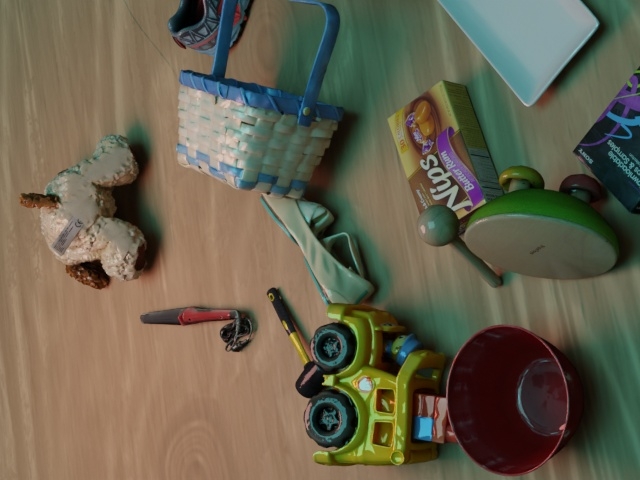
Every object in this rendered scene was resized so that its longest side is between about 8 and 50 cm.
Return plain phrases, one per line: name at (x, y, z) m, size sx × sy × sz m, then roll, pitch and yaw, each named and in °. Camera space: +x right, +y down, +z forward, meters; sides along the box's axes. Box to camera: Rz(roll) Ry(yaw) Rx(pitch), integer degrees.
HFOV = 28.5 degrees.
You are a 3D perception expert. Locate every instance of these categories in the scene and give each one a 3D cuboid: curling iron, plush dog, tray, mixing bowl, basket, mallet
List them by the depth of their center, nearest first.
mixing bowl at (0.255, 0.194, 1.544) m, size 0.181 × 0.098 × 0.181 m, roll -4°, pitch 84°, yaw 45°
tray at (0.247, -0.311, 1.637) m, size 0.145 × 0.030 × 0.270 m, roll -51°, pitch 55°, yaw 28°
basket at (-0.089, -0.222, 1.836) m, size 0.255 × 0.201 × 0.288 m, roll 29°, pitch 112°, yaw 49°
mallet at (-0.033, 0.141, 1.876) m, size 0.062 × 0.039 × 0.189 m, roll -44°, pitch 54°, yaw 34°
curling iron at (-0.210, 0.136, 2.046) m, size 0.274 × 0.035 × 0.068 m, roll 4°, pitch 90°, yaw 44°
plush dog at (-0.423, -0.035, 2.184) m, size 0.225 × 0.211 × 0.262 m, roll 136°, pitch 128°, yaw -64°

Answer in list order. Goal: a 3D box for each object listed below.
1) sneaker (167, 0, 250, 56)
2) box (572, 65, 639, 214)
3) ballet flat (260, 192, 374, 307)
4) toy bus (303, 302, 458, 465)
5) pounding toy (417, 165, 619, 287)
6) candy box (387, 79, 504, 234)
sneaker at (-0.163, -0.419, 1.978) m, size 0.104 × 0.125 × 0.261 m, roll 31°, pitch 108°, yaw 41°
box at (0.385, -0.128, 1.489) m, size 0.116 × 0.029 × 0.162 m, roll 53°, pitch 124°, yaw 33°
ballet flat at (0.000, 0.000, 1.833) m, size 0.086 × 0.086 × 0.248 m, roll -51°, pitch 56°, yaw 29°
toy bus at (0.101, 0.197, 1.675) m, size 0.212 × 0.149 × 0.220 m, roll 1°, pitch 85°, yaw 31°
pounding toy at (0.254, -0.033, 1.532) m, size 0.237 × 0.183 × 0.110 m, roll -11°, pitch 58°, yaw 47°
candy box at (0.168, -0.106, 1.684) m, size 0.109 × 0.053 × 0.186 m, roll -32°, pitch 64°, yaw 38°
